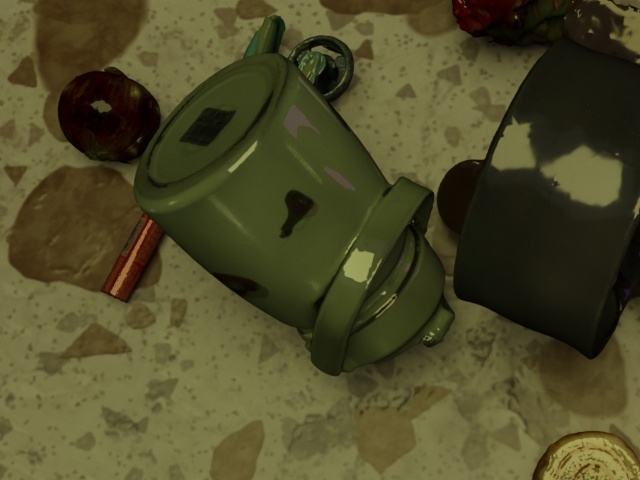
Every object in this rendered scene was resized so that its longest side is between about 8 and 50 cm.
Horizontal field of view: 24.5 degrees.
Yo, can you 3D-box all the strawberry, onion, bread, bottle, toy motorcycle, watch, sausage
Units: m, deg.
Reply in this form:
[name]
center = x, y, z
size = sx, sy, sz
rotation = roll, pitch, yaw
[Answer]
[strawberry]
center = 0.224, -0.309, 1.631
size = 0.187, 0.184, 0.201
rotation = -18, 65, 0
[onion]
center = -0.245, -0.147, 1.692
size = 0.117, 0.118, 0.118
rotation = 0, 77, 13
[bread]
center = 0.286, 0.272, 1.530
size = 0.122, 0.073, 0.149
rotation = -20, 75, 1
[bottle]
center = 0.000, 0.000, 1.496
size = 0.229, 0.229, 0.351
rotation = -45, 117, -4
[toy motorcycle]
center = -0.079, -0.111, 1.668
size = 0.198, 0.109, 0.296
rotation = 26, 84, 23
[watch]
center = 0.267, -0.070, 1.452
size = 0.314, 0.327, 0.335
rotation = 24, 102, 15
[sausage]
center = -0.206, 0.008, 1.685
size = 0.034, 0.034, 0.129
rotation = 25, 81, 13
